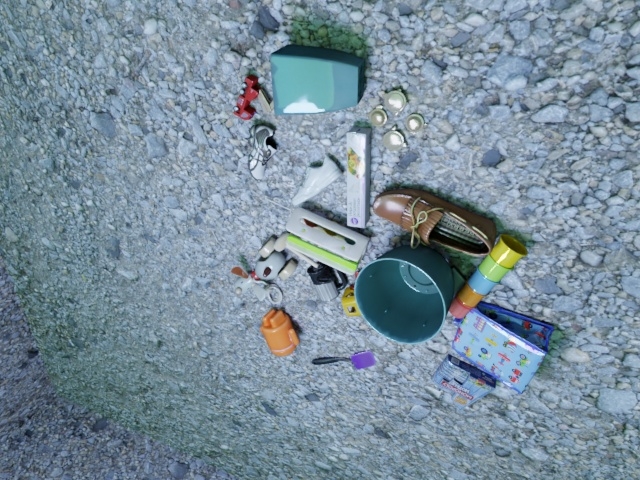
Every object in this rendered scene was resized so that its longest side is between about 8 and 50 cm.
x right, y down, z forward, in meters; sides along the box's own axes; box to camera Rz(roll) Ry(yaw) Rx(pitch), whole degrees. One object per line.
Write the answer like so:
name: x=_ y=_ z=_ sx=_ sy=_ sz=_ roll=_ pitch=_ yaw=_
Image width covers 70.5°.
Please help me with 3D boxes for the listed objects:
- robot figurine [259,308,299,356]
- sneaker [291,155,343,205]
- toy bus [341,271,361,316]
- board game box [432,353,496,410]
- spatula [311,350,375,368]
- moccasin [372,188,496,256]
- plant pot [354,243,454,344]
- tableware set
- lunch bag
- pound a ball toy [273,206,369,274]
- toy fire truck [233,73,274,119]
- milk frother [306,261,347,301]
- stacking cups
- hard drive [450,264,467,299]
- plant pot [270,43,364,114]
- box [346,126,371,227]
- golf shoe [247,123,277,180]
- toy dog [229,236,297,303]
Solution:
robot figurine: x=-0.174 y=0.396 z=1.916 sx=0.158 sy=0.128 sz=0.219 roll=-16 pitch=114 yaw=2
sneaker: x=-0.026 y=-0.200 z=1.512 sx=0.212 sy=0.080 sz=0.094 roll=-34 pitch=90 yaw=30
toy bus: x=0.178 y=0.219 z=1.642 sx=0.191 sy=0.104 sz=0.202 roll=27 pitch=128 yaw=1
board game box: x=0.531 y=0.553 z=1.727 sx=0.194 sy=0.060 sz=0.194 roll=25 pitch=127 yaw=9
spatula: x=0.091 y=0.512 z=1.925 sx=0.297 sy=0.030 sz=0.084 roll=-10 pitch=117 yaw=30
moccasin: x=0.338 y=-0.048 z=1.380 sx=0.380 sy=0.147 sz=0.139 roll=26 pitch=127 yaw=8
plant pot: x=0.293 y=0.145 z=1.452 sx=0.293 sy=0.235 sz=0.292 roll=15 pitch=119 yaw=29
tableware set: x=0.219 y=-0.349 z=1.327 sx=0.141 sy=0.020 sz=0.168 roll=-30 pitch=105 yaw=38
lunch bag: x=0.589 y=0.343 z=1.537 sx=0.294 sy=0.138 sz=0.220 roll=24 pitch=130 yaw=21
pound a ball toy: x=0.000 y=0.000 z=1.602 sx=0.319 sy=0.135 sz=0.208 roll=25 pitch=153 yaw=9
toy fire truck: x=-0.189 y=-0.451 z=1.435 sx=0.135 sy=0.047 sz=0.192 roll=32 pitch=129 yaw=2
milk frother: x=0.021 y=0.164 z=1.667 sx=0.129 sy=0.143 sz=0.134 roll=-13 pitch=114 yaw=26
stacking cups: x=0.508 y=0.121 z=1.431 sx=0.096 sy=0.096 sz=0.316 roll=33 pitch=125 yaw=3
hard drive: x=0.456 y=0.155 z=1.533 sx=0.135 sy=0.022 sz=0.094 roll=47 pitch=128 yaw=-8
plant pot: x=0.000 y=-0.451 z=1.278 sx=0.235 sy=0.165 sz=0.165 roll=7 pitch=123 yaw=14
box: x=0.121 y=-0.196 z=1.440 sx=0.063 sy=0.067 sz=0.323 roll=10 pitch=125 yaw=20
golf shoe: x=-0.192 y=-0.287 z=1.523 sx=0.094 sy=0.077 sz=0.198 roll=14 pitch=126 yaw=16
toy dog: x=-0.238 y=0.144 z=1.762 sx=0.220 sy=0.161 sz=0.333 roll=31 pitch=128 yaw=5
